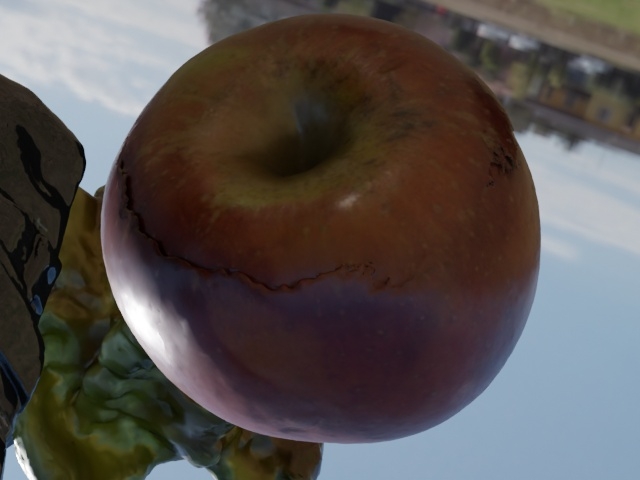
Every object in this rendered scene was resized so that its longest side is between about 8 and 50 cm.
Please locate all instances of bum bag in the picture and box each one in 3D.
[{"bbox_3d":[-0.166,0.033,0.609,0.123,0.248,0.060,31,151,-34],"label":"bum bag"}]

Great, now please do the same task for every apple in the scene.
[{"bbox_3d":[0.000,0.000,0.901,0.272,0.251,0.206,21,145,28],"label":"apple"}]

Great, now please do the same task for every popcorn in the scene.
[{"bbox_3d":[-0.144,0.079,1.276,0.290,0.326,0.321,31,170,32],"label":"popcorn"}]

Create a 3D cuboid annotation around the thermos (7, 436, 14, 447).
[{"bbox_3d":[-0.380,0.072,1.357,0.286,0.182,0.145,55,-165,17],"label":"thermos"}]
